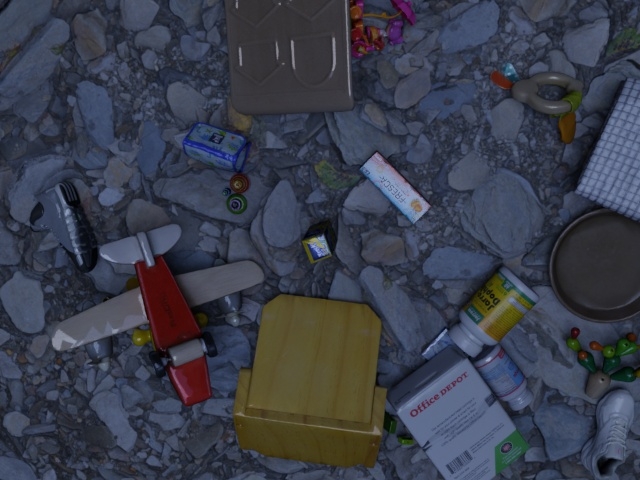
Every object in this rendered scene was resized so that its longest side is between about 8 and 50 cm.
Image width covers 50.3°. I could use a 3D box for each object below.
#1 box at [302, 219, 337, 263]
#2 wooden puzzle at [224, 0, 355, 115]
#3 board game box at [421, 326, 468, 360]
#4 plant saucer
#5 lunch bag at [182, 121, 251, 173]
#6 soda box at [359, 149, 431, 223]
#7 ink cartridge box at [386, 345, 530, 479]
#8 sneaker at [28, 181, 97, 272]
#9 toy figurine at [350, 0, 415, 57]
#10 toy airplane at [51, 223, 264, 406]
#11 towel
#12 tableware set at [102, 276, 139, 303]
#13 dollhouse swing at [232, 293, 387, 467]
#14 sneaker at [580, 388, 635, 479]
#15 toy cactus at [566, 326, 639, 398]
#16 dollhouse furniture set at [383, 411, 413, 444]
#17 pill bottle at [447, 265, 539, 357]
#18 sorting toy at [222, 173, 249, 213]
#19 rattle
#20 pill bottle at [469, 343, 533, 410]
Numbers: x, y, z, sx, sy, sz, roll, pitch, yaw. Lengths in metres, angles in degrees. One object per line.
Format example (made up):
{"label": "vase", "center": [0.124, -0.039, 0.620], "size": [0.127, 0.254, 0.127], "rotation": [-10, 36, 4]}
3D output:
{"label": "box", "center": [0.000, 0.000, 1.571], "size": [0.054, 0.169, 0.059], "rotation": [-20, 100, 9]}
{"label": "wooden puzzle", "center": [-0.065, -0.454, 1.486], "size": [0.321, 0.080, 0.348], "rotation": [4, 108, 32]}
{"label": "board game box", "center": [0.311, 0.274, 1.677], "size": [0.090, 0.020, 0.090], "rotation": [40, 100, -4]}
{"label": "plant saucer", "center": [0.672, 0.057, 1.596], "size": [0.277, 0.041, 0.278], "rotation": [1, 102, 5]}
{"label": "lunch bag", "center": [-0.237, -0.210, 1.558], "size": [0.128, 0.151, 0.096], "rotation": [19, 103, 1]}
{"label": "soda box", "center": [0.174, -0.125, 1.589], "size": [0.183, 0.058, 0.063], "rotation": [45, 101, -4]}
{"label": "ink cartridge box", "center": [0.323, 0.430, 1.625], "size": [0.211, 0.121, 0.289], "rotation": [-36, 102, -3]}
{"label": "sneaker", "center": [-0.638, -0.019, 1.671], "size": [0.132, 0.086, 0.229], "rotation": [-17, 89, 13]}
{"label": "toy figurine", "center": [0.130, -0.473, 1.507], "size": [0.159, 0.130, 0.173], "rotation": [-6, 123, -4]}
{"label": "toy airplane", "center": [-0.371, 0.159, 1.596], "size": [0.385, 0.272, 0.385], "rotation": [21, 62, 1]}
{"label": "towel", "center": [0.715, -0.185, 1.488], "size": [0.234, 0.121, 0.284], "rotation": [22, 101, 10]}
{"label": "tableware set", "center": [-0.472, 0.145, 1.713], "size": [0.154, 0.024, 0.104], "rotation": [-14, 100, 8]}
{"label": "dollhouse swing", "center": [-0.015, 0.352, 1.700], "size": [0.346, 0.305, 0.315], "rotation": [6, 143, 3]}
{"label": "sneaker", "center": [0.708, 0.475, 1.637], "size": [0.090, 0.115, 0.232], "rotation": [12, 102, 2]}
{"label": "toy cactus", "center": [0.678, 0.295, 1.626], "size": [0.218, 0.112, 0.181], "rotation": [15, 121, -1]}
{"label": "dollhouse furniture set", "center": [0.233, 0.471, 1.722], "size": [0.151, 0.058, 0.076], "rotation": [8, 95, -17]}
{"label": "pill bottle", "center": [0.401, 0.170, 1.599], "size": [0.117, 0.117, 0.208], "rotation": [41, 101, -4]}
{"label": "sorting toy", "center": [-0.205, -0.111, 1.630], "size": [0.061, 0.042, 0.102], "rotation": [10, 102, 2]}
{"label": "rattle", "center": [0.483, -0.312, 1.542], "size": [0.199, 0.143, 0.130], "rotation": [10, 70, 18]}
{"label": "pill bottle", "center": [0.440, 0.328, 1.644], "size": [0.087, 0.087, 0.160], "rotation": [-38, 96, 11]}
